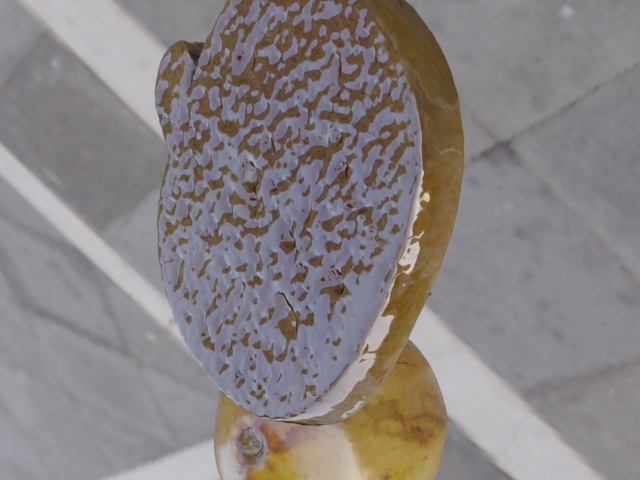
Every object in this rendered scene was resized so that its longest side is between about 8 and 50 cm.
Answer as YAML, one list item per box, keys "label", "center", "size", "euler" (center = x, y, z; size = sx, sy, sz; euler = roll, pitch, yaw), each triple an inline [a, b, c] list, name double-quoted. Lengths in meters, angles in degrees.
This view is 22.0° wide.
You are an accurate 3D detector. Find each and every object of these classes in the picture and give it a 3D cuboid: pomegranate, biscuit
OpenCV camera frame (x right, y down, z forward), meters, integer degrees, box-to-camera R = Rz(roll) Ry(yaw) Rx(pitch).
- label: "pomegranate"
  center: [0.015, 0.207, 1.796]
  size: [0.264, 0.264, 0.264]
  euler: [32, 153, 18]
- label: "biscuit"
  center: [-0.023, -0.049, 1.377]
  size: [0.350, 0.070, 0.394]
  euler: [50, 131, 31]

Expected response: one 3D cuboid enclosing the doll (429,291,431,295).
- label: "doll"
  center: [0.000, 0.000, 1.541]
  size: [0.143, 0.135, 0.221]
  euler: [-36, 87, 34]
